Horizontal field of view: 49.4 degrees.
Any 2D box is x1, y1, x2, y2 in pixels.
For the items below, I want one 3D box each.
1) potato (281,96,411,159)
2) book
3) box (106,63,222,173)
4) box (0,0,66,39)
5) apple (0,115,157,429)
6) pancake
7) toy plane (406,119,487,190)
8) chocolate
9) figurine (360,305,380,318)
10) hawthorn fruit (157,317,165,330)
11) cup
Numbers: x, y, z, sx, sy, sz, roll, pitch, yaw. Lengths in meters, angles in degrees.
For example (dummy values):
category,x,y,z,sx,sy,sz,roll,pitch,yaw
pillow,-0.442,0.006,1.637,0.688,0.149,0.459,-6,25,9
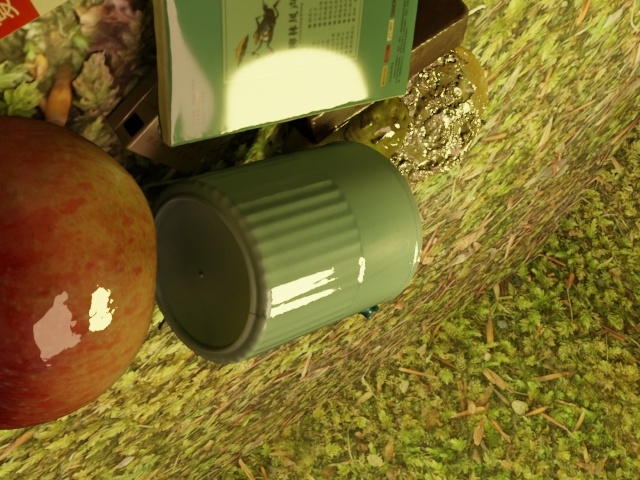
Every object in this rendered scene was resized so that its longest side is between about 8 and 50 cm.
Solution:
category,x,y,z,sx,sy,sz,roll,pitch,yaw
potato,0.035,-0.162,1.150,0.251,0.149,0.113,-34,-156,32
book,-0.024,-0.270,0.839,0.379,0.031,0.264,-18,128,-32
box,-0.158,-0.187,0.901,0.201,0.058,0.141,-44,158,12
box,-0.284,-0.294,0.488,0.214,0.069,0.353,-36,156,-10
apple,-0.313,0.033,0.746,0.269,0.345,0.345,-26,157,-55
pancake,0.171,-0.227,1.227,0.282,0.049,0.282,-8,127,-11
toy plane,0.267,-0.219,1.488,0.242,0.104,0.256,-43,170,-36
chocolate,0.080,-0.278,1.040,0.321,0.112,0.112,-36,160,-9
figurine,0.033,0.010,1.410,0.243,0.298,0.416,11,149,-20
hawthorn fruit,-0.165,0.088,1.191,0.263,0.231,0.235,-41,148,-12
cup,-0.071,-0.018,0.973,0.311,0.331,0.257,-19,157,-47
